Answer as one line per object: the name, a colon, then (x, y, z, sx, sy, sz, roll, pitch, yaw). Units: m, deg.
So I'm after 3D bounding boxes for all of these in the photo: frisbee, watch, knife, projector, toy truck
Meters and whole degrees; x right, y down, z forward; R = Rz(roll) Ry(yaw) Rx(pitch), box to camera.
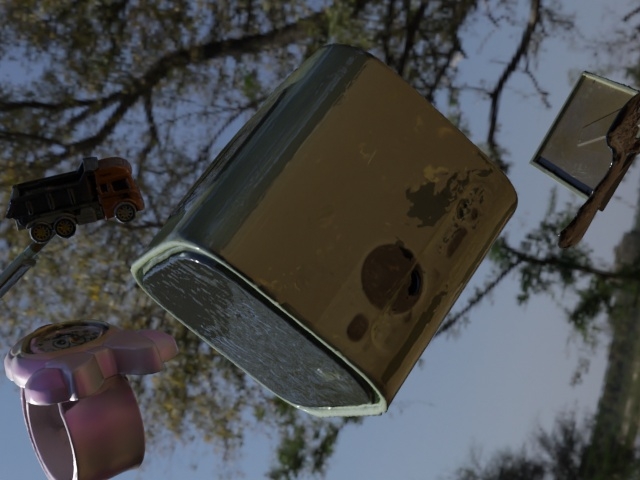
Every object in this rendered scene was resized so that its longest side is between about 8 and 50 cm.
frisbee: (0.323, -0.093, 0.954, 0.187, 0.012, 0.211, -34, -29, -24)
watch: (-0.304, 0.227, 1.265, 0.211, 0.248, 0.217, -18, -72, -36)
knife: (-0.458, 0.036, 1.461, 0.343, 0.027, 0.061, -44, -5, 7)
projector: (0.000, 0.000, 0.907, 0.249, 0.249, 0.248, -54, 12, -23)
toy truck: (-0.360, -0.062, 1.371, 0.083, 0.192, 0.092, -128, 26, -66)

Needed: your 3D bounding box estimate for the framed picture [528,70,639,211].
framed picture: (0.494, -0.189, 1.704, 0.213, 0.016, 0.289, -62, 20, 12)
